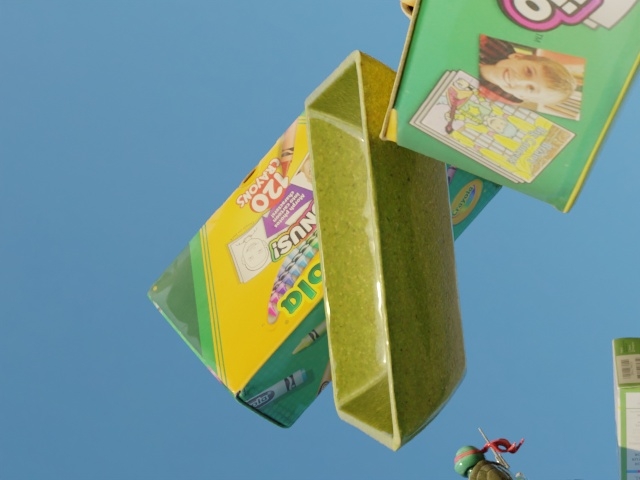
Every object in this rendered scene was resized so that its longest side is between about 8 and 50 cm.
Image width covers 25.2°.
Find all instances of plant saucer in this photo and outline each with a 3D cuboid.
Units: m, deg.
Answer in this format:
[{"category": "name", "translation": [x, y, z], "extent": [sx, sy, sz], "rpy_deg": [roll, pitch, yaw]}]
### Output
[{"category": "plant saucer", "translation": [0.034, 0.005, 0.750], "extent": [0.045, 0.188, 0.188], "rpy_deg": [-6, -91, -8]}]

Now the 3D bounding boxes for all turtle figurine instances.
[{"category": "turtle figurine", "translation": [0.202, 0.331, 1.708], "extent": [0.175, 0.118, 0.234], "rpy_deg": [-16, -116, -19]}]

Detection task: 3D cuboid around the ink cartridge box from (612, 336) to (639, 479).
[{"category": "ink cartridge box", "translation": [0.404, 0.238, 1.803], "extent": [0.062, 0.209, 0.109], "rpy_deg": [-3, -150, 10]}]

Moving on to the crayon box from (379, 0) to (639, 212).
[{"category": "crayon box", "translation": [0.152, -0.237, 0.578], "extent": [0.106, 0.363, 0.313], "rpy_deg": [25, -122, 8]}]

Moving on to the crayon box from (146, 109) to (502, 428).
[{"category": "crayon box", "translation": [0.000, 0.000, 1.214], "extent": [0.081, 0.278, 0.165], "rpy_deg": [40, -178, -46]}]

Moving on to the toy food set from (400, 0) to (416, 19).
[{"category": "toy food set", "translation": [0.093, -0.157, 0.939], "extent": [0.083, 0.020, 0.083], "rpy_deg": [-7, -147, -15]}]
